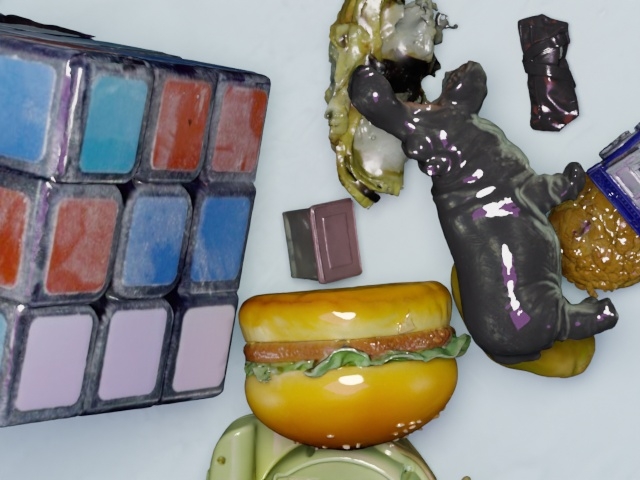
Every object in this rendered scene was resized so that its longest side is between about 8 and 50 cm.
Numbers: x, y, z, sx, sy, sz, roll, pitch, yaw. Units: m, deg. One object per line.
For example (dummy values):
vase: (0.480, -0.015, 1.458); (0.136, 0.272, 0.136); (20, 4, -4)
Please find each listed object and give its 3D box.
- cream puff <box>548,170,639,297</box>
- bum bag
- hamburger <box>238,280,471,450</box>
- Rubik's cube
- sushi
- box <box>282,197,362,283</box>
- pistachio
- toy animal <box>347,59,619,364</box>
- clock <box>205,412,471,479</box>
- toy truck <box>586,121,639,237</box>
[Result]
cream puff: (0.302, -0.014, 1.808); (0.144, 0.103, 0.126); (-41, 89, 5)
bum bag: (0.238, -0.175, 1.831); (0.058, 0.034, 0.124); (-9, 96, 23)
hamburger: (0.032, 0.130, 1.796); (0.246, 0.246, 0.170); (-3, 91, 9)
Rubik's cube: (-0.292, -0.031, 1.726); (0.363, 0.362, 0.359); (16, 97, 27)
sushi: (0.067, -0.177, 1.808); (0.131, 0.139, 0.291); (14, 98, -2)
box: (0.000, 0.000, 1.868); (0.063, 0.060, 0.085); (1, 102, 52)
pistachio: (0.201, 0.071, 1.824); (0.110, 0.100, 0.189); (-40, 91, -19)
toy animal: (0.167, -0.047, 1.727); (0.168, 0.106, 0.343); (-28, 88, -7)
clock: (0.030, 0.312, 1.895); (0.308, 0.096, 0.235); (3, 97, 7)
toy truck: (0.405, -0.117, 1.715); (0.268, 0.155, 0.124); (-41, 90, -18)
